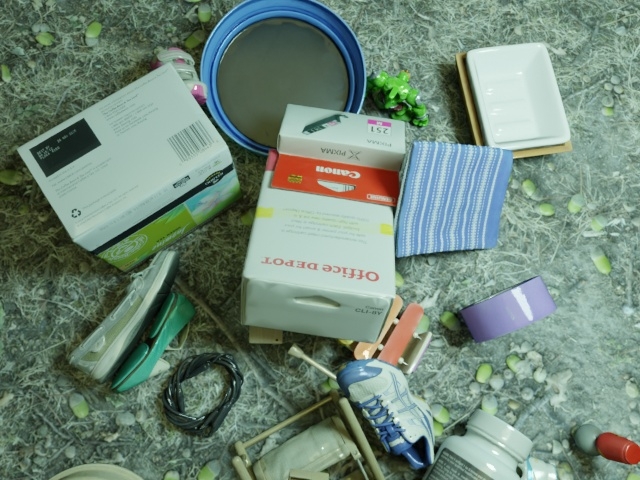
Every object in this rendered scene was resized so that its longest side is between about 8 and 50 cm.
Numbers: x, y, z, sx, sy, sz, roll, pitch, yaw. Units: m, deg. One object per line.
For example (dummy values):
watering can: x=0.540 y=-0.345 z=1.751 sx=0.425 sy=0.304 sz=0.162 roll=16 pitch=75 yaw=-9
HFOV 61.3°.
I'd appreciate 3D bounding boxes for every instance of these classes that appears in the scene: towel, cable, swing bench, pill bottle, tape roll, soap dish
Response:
towel: x=0.297 y=-0.086 z=1.172 sx=0.336 sy=0.040 sz=0.243 roll=-4 pitch=109 yaw=-38
cable: x=-0.255 y=0.324 z=1.181 sx=0.151 sy=0.047 sz=0.184 roll=29 pitch=80 yaw=9
swing bench: x=-0.011 y=0.481 z=1.097 sx=0.253 sy=0.165 sz=0.254 roll=-26 pitch=85 yaw=-9
pill bottle: x=0.295 y=0.514 z=1.095 sx=0.176 sy=0.176 sz=0.318 roll=34 pitch=78 yaw=5
tape roll: x=0.408 y=0.150 z=1.179 sx=0.189 sy=0.189 sz=0.080 roll=-23 pitch=80 yaw=-8
soap dish: x=0.464 y=-0.332 z=1.331 sx=0.229 sy=0.118 sz=0.290 roll=-8 pitch=78 yaw=-5

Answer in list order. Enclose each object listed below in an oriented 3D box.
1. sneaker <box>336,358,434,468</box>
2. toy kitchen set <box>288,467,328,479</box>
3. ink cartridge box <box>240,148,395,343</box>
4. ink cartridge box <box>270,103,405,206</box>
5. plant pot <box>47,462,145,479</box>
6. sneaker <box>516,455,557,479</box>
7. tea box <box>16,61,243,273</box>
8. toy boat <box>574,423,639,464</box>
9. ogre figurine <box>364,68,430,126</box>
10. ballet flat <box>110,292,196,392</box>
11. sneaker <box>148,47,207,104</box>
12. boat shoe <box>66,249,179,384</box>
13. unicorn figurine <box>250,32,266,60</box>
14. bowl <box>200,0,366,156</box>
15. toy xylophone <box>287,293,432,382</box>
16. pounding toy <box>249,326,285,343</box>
sneaker: x=0.145 y=0.348 z=1.077 sx=0.112 sy=0.131 sz=0.296 roll=-34 pitch=122 yaw=24
toy kitchen set: x=-0.026 y=0.476 z=0.983 sx=0.075 sy=0.068 sz=0.083 roll=10 pitch=32 yaw=-3
ink cartridge box: x=0.000 y=0.000 z=1.122 sx=0.279 sy=0.160 sz=0.384 roll=8 pitch=46 yaw=-2
ink cartridge box: x=0.043 y=-0.190 z=1.160 sx=0.275 sy=0.060 sz=0.239 roll=8 pitch=44 yaw=-1
plant pot: x=-0.466 y=0.603 z=0.967 sx=0.334 sy=0.305 sz=0.333 roll=1 pitch=77 yaw=-3
sneaker: x=0.425 y=0.574 z=1.143 sx=0.092 sy=0.087 sz=0.228 roll=17 pitch=71 yaw=10
tea box: x=-0.366 y=-0.131 z=1.132 sx=0.329 sy=0.323 sz=0.220 roll=-34 pitch=80 yaw=-9
toy boat: x=0.589 y=0.556 z=1.127 sx=0.268 sy=0.148 sz=0.318 roll=11 pitch=81 yaw=-14
ogre figurine: x=0.182 y=-0.352 z=1.320 sx=0.097 sy=0.118 sz=0.197 roll=-40 pitch=83 yaw=-11
ballet flat: x=-0.350 y=0.235 z=1.175 sx=0.087 sy=0.083 sz=0.247 roll=37 pitch=76 yaw=-25
sneaker: x=-0.334 y=-0.382 z=1.235 sx=0.103 sy=0.252 sz=0.111 roll=-2 pitch=113 yaw=-41
boat shoe: x=-0.419 y=0.151 z=1.173 sx=0.103 sy=0.118 sz=0.320 roll=31 pitch=84 yaw=0
unicorn figurine: x=-0.131 y=-0.473 z=1.359 sx=0.162 sy=0.060 sz=0.111 roll=18 pitch=77 yaw=1
bowl: x=-0.087 y=-0.386 z=1.298 sx=0.391 sy=0.077 sz=0.391 roll=0 pitch=90 yaw=-6
toy xylophone: x=0.073 y=0.195 z=1.181 sx=0.323 sy=0.081 sz=0.236 roll=28 pitch=59 yaw=1
pounding toy: x=-0.101 y=0.149 z=1.192 sx=0.100 sy=0.141 sz=0.130 roll=2 pitch=91 yaw=-2
